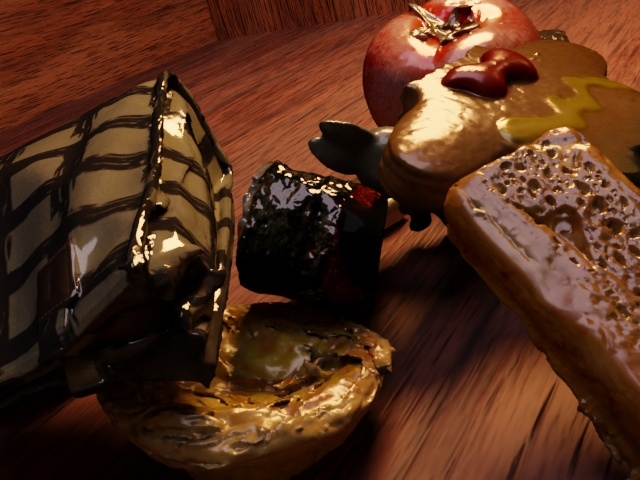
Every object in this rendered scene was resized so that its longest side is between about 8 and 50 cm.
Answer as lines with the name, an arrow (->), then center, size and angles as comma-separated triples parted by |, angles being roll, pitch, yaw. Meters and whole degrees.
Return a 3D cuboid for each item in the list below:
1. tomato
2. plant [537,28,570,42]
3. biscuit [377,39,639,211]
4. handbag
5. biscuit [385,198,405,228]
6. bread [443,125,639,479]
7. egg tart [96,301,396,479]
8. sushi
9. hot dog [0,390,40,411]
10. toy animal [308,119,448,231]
tomato -> 0.202, -0.237, 0.983 | 0.270, 0.227, 0.270 | -12, 45, 12
plant -> 0.342, -0.308, 1.170 | 0.203, 0.142, 0.131 | -3, 36, 3
biscuit -> 0.273, -0.086, 0.635 | 0.368, 0.076, 0.394 | -31, 55, -33
handbag -> -0.229, 0.029, 0.546 | 0.325, 0.163, 0.327 | -28, 30, 7
biscuit -> 0.033, -0.015, 0.824 | 0.188, 0.052, 0.056 | -32, 41, -27
bread -> 0.200, 0.044, 0.451 | 0.139, 0.077, 0.271 | -31, 59, -5
egg tart -> -0.062, 0.128, 0.537 | 0.252, 0.098, 0.232 | -3, 20, 15
sushi -> 0.000, 0.000, 0.646 | 0.126, 0.136, 0.225 | 8, 1, 7
hot dog -> -0.297, 0.106, 0.725 | 0.268, 0.075, 0.144 | -30, 30, -31
toy animal -> 0.108, -0.087, 0.748 | 0.236, 0.138, 0.108 | 31, 19, -6
